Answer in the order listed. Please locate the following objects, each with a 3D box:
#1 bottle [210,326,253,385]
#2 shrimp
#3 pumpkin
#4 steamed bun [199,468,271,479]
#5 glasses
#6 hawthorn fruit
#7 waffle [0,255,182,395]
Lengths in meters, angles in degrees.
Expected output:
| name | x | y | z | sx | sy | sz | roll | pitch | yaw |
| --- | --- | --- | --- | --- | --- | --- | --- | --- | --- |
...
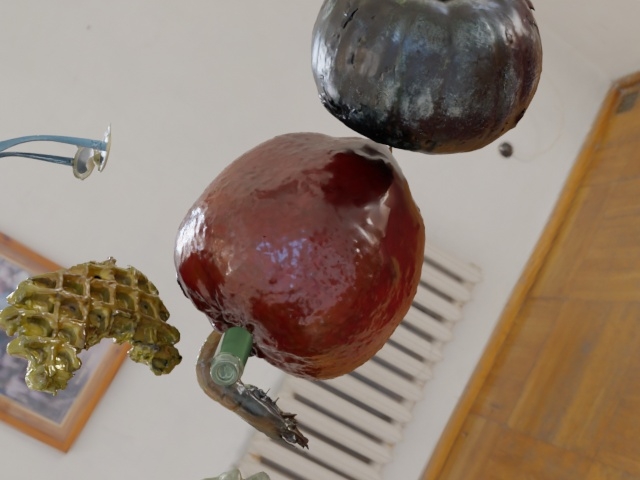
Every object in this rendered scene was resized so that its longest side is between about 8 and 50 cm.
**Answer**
| name | x | y | z | sx | sy | sz | roll | pitch | yaw |
| --- | --- | --- | --- | --- | --- | --- | --- | --- | --- |
| bottle | -0.079 | 0.104 | 0.657 | 0.030 | 0.030 | 0.083 | -58 | 5 | 10 |
| shrimp | -0.079 | 0.229 | 1.260 | 0.198 | 0.262 | 0.051 | -52 | 10 | -17 |
| pumpkin | 0.102 | -0.184 | 0.729 | 0.233 | 0.233 | 0.163 | -76 | -9 | -53 |
| steamed bun | -0.178 | 0.318 | 0.617 | 0.290 | 0.272 | 0.273 | -11 | 62 | 18 |
| glasses | -0.509 | -0.149 | 1.380 | 0.221 | 0.088 | 0.190 | -17 | 7 | -38 |
| hawthorn fruit | 0.000 | 0.000 | 0.827 | 0.307 | 0.265 | 0.265 | -49 | 5 | -27 |
| waffle | -0.232 | 0.091 | 0.763 | 0.051 | 0.149 | 0.194 | -38 | -11 | 31 |
